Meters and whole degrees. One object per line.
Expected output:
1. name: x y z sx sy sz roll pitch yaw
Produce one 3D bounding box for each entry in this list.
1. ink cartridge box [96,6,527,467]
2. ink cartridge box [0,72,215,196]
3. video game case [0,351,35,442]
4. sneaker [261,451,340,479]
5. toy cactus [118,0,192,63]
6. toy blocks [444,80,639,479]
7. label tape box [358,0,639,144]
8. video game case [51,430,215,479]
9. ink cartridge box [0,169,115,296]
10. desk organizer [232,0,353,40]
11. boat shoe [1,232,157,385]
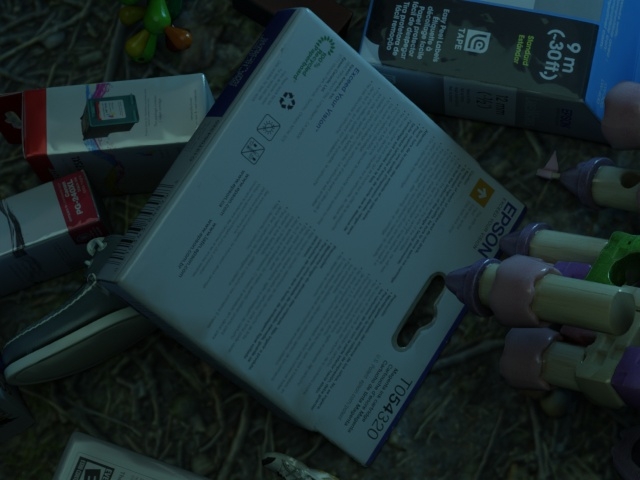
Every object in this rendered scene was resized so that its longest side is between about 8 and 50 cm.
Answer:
1. ink cartridge box: 0.000 0.000 1.687 0.330 0.071 0.324 40 74 -25
2. ink cartridge box: -0.220 -0.101 1.759 0.231 0.134 0.078 -5 71 4
3. video game case: -0.387 0.052 1.662 0.061 0.244 0.269 -29 71 -3
4. sneaker: -0.023 0.234 1.681 0.083 0.032 0.037 22 74 12
5. toy cactus: -0.146 -0.289 1.809 0.112 0.219 0.180 20 36 23
6. toy blocks: 0.269 0.044 1.651 0.260 0.309 0.288 10 55 42
7. label tape box: 0.231 -0.245 1.781 0.348 0.115 0.249 10 73 10
8. video game case: -0.161 0.381 1.642 0.300 0.036 0.329 18 73 11
9. ink cartridge box: -0.290 -0.003 1.744 0.150 0.109 0.063 -20 72 -2
10. desk organizer: -0.029 -0.245 1.838 0.130 0.047 0.050 33 75 15
11. boat shoe: -0.185 0.036 1.718 0.319 0.116 0.099 -30 77 -14
